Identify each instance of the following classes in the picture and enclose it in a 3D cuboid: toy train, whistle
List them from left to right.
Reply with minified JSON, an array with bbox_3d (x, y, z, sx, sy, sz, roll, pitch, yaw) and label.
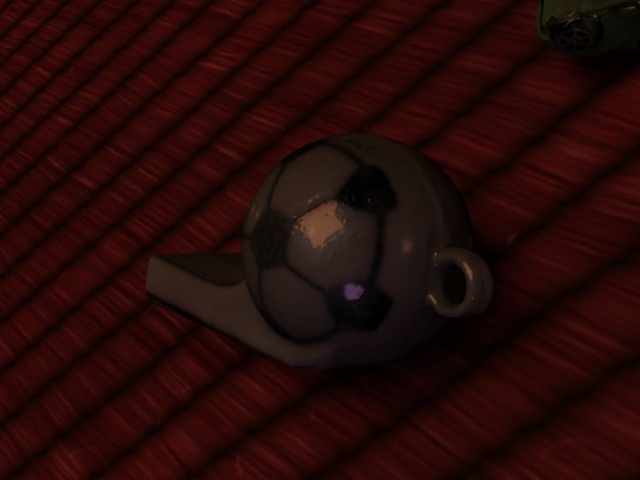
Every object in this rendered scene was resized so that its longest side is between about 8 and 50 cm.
[{"bbox_3d":[0.000,0.000,0.673,0.289,0.163,0.164,18,76,46],"label":"whistle"},{"bbox_3d":[0.218,-0.166,0.652,0.149,0.081,0.099,-16,54,41],"label":"toy train"}]
